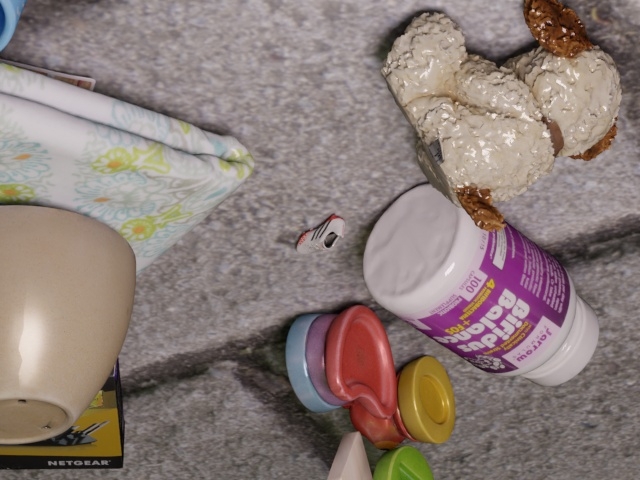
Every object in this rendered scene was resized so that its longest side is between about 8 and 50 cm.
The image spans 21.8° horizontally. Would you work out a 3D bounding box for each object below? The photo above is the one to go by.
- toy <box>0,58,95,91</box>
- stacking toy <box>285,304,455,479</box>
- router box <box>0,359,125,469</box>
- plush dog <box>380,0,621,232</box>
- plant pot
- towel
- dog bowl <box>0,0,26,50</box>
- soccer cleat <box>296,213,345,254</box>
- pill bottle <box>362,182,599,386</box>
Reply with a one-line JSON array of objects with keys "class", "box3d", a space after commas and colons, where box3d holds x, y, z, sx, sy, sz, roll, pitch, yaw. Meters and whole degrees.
[{"class": "toy", "box3d": [-0.376, -0.143, 1.817, 0.237, 0.056, 0.137, 10, 140, -16]}, {"class": "stacking toy", "box3d": [0.045, 0.251, 2.192, 0.130, 0.279, 0.309, -13, 144, 30]}, {"class": "router box", "box3d": [-0.425, 0.220, 2.267, 0.309, 0.081, 0.243, -1, 142, -3]}, {"class": "plush dog", "box3d": [0.218, -0.134, 1.783, 0.225, 0.210, 0.262, -31, 140, -2]}, {"class": "plant pot", "box3d": [-0.341, 0.114, 1.841, 0.284, 0.191, 0.284, -5, 152, -3]}, {"class": "towel", "box3d": [-0.311, -0.049, 1.843, 0.374, 0.090, 0.320, 16, 143, -38]}, {"class": "dog bowl", "box3d": [-0.438, -0.239, 1.665, 0.297, 0.074, 0.166, -5, 141, 1]}, {"class": "soccer cleat", "box3d": [0.000, 0.000, 2.043, 0.029, 0.035, 0.083, 27, 133, -34]}, {"class": "pill bottle", "box3d": [0.206, 0.066, 2.035, 0.169, 0.169, 0.301, -30, 135, 31]}]
